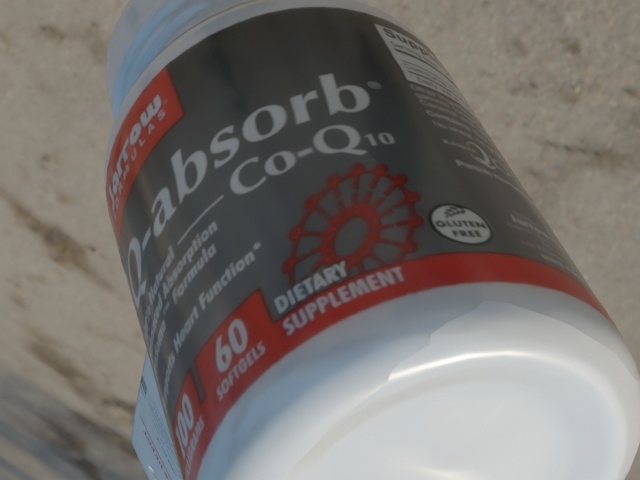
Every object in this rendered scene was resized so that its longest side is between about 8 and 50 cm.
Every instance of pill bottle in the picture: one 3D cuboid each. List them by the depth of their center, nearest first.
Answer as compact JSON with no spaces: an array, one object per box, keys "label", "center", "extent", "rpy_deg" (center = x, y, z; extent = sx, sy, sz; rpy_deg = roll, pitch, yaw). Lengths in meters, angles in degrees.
[{"label":"pill bottle","center":[0.000,0.000,0.720],"extent":[0.210,0.210,0.363],"rpy_deg":[54,-173,-43]}]

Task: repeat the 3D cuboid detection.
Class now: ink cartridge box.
[{"label":"ink cartridge box","center":[-0.076,0.130,0.925],"extent":[0.104,0.060,0.180],"rpy_deg":[59,154,23]}]
